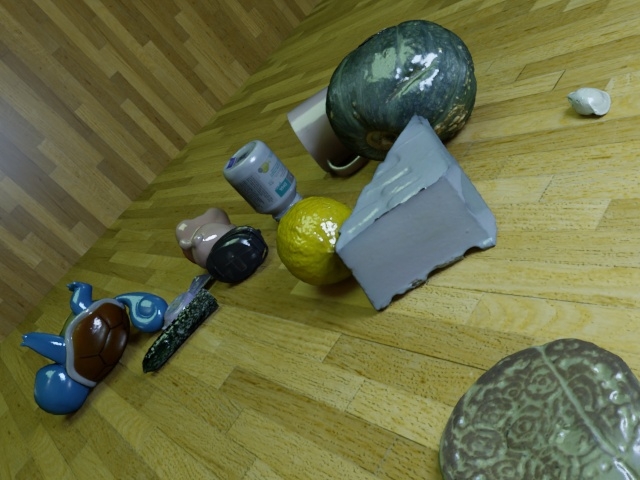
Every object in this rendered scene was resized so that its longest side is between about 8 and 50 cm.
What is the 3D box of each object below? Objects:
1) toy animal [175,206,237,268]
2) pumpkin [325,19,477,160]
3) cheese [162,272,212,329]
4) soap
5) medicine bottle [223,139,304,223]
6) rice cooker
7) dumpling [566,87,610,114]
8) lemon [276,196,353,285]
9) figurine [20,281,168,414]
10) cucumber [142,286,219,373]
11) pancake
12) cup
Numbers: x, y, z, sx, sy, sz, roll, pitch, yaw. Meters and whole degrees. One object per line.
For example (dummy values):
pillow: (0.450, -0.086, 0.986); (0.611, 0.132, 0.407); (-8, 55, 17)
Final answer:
toy animal: (-0.302, 0.000, 1.647); (0.171, 0.171, 0.197); (-48, 29, -10)
pumpkin: (0.182, -0.315, 1.304); (0.327, 0.291, 0.257); (-5, 70, 37)
cheese: (-0.356, 0.161, 1.597); (0.105, 0.042, 0.191); (-12, 36, 45)
soap: (0.146, -0.059, 1.091); (0.258, 0.159, 0.302); (-37, 24, 17)
medicine bottle: (-0.134, -0.138, 1.540); (0.135, 0.215, 0.135); (-34, 26, 19)
rice cooker: (-0.208, 0.033, 1.502); (0.165, 0.112, 0.106); (-35, 20, 14)
dumpling: (0.469, -0.245, 1.044); (0.059, 0.043, 0.077); (-22, 20, -9)
lemon: (0.001, -0.001, 1.181); (0.180, 0.180, 0.193); (-52, 5, -20)
figurine: (-0.618, 0.267, 1.643); (0.416, 0.243, 0.298); (-44, -18, -9)
cucumber: (-0.348, 0.222, 1.466); (0.245, 0.067, 0.067); (-47, 25, -5)
pancake: (0.239, 0.211, 0.666); (0.250, 0.031, 0.250); (-32, 27, 19)
cup: (0.057, -0.291, 1.576); (0.200, 0.191, 0.253); (-33, 56, 12)
